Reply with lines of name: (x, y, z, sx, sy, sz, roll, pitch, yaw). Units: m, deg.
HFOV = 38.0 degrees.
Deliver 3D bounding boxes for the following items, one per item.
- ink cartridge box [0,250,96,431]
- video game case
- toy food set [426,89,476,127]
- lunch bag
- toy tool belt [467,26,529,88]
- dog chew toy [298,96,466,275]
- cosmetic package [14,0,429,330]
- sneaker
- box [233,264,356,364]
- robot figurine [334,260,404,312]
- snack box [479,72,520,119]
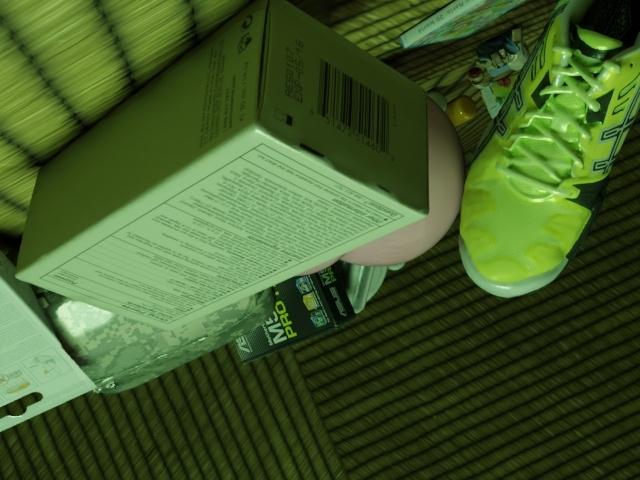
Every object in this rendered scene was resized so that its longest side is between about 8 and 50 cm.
ink cartridge box: (-0.381, 0.113, 0.996, 0.189, 0.066, 0.232, -24, 137, 3)
video game case: (0.169, -0.230, 0.877, 0.166, 0.015, 0.119, -26, 177, 44)
toy food set: (0.128, -0.136, 1.367, 0.104, 0.111, 0.232, -26, -151, 53)
lunch bag: (-0.224, 0.045, 1.151, 0.305, 0.212, 0.256, -24, 162, -4)
toy tool belt: (0.214, -0.230, 1.147, 0.083, 0.052, 0.051, -27, 146, 14)
dog chew toy: (-0.014, -0.055, 0.973, 0.332, 0.206, 0.207, -14, 174, -26)
cosmetic package: (-0.082, -0.039, 0.707, 0.160, 0.113, 0.310, 26, 146, -37)
sneaker: (0.233, -0.130, 0.902, 0.384, 0.145, 0.147, -66, 159, -4)
box: (-0.088, 0.040, 1.479, 0.216, 0.270, 0.060, -24, 178, 37)
robot figurine: (0.000, 0.000, 1.640, 0.300, 0.199, 0.353, 11, -160, -14)
snack box: (0.358, -0.243, 1.633, 0.141, 0.100, 0.037, -23, 178, -30)
